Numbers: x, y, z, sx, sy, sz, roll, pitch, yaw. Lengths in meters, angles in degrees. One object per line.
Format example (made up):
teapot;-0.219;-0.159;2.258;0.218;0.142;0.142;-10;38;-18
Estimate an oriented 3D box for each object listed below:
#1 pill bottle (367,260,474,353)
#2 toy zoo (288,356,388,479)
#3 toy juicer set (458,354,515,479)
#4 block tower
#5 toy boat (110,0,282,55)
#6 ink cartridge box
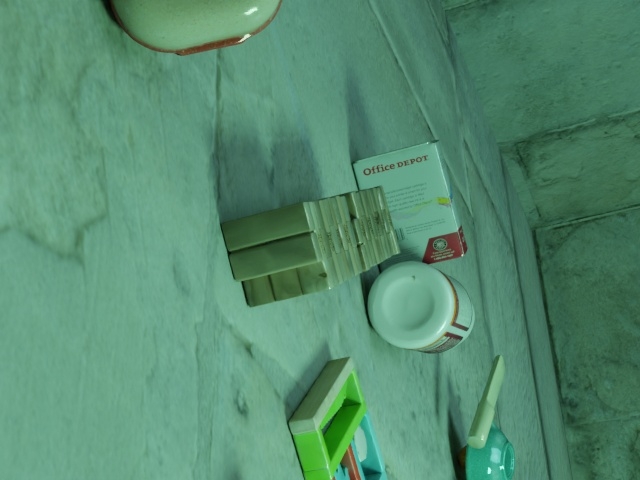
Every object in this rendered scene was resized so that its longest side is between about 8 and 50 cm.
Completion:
pill bottle;0.153;0.101;1.542;0.221;0.121;0.121;25;53;-70
toy zoo;0.042;0.296;1.186;0.192;0.030;0.293;-43;118;-71
toy juicer set;0.258;0.377;1.758;0.209;0.090;0.328;-35;120;-59
block tower;0.000;0.000;1.176;0.335;0.097;0.090;-17;94;-72
toy boat;-0.127;-0.274;0.942;0.151;0.151;0.231;178;-102;-76
ink cartridge box;0.135;-0.051;1.590;0.072;0.128;0.175;-36;112;-74
